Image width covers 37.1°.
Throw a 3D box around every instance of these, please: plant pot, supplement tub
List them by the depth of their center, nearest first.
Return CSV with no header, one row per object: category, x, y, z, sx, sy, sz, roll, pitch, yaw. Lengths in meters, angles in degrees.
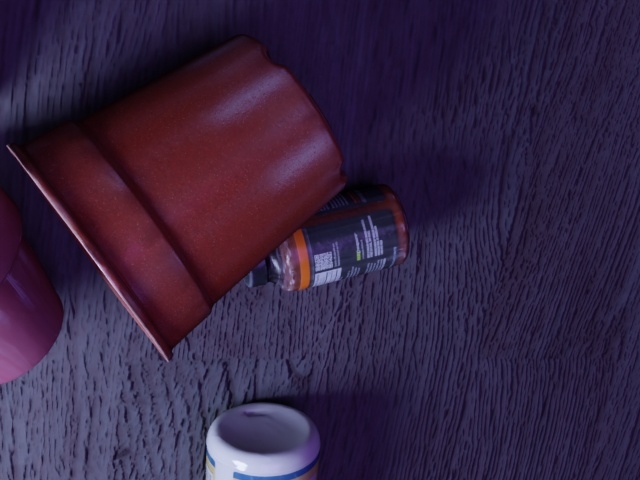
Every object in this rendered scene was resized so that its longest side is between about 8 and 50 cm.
plant pot,-0.370,0.051,0.991,0.201,0.201,0.180,-36,134,-4
plant pot,-0.133,-0.061,0.997,0.265,0.272,0.272,-37,119,-12
supplement tub,0.000,0.000,1.147,0.198,0.106,0.106,-13,115,-15
supplement tub,-0.077,0.327,1.231,0.144,0.144,0.199,-4,113,-19
